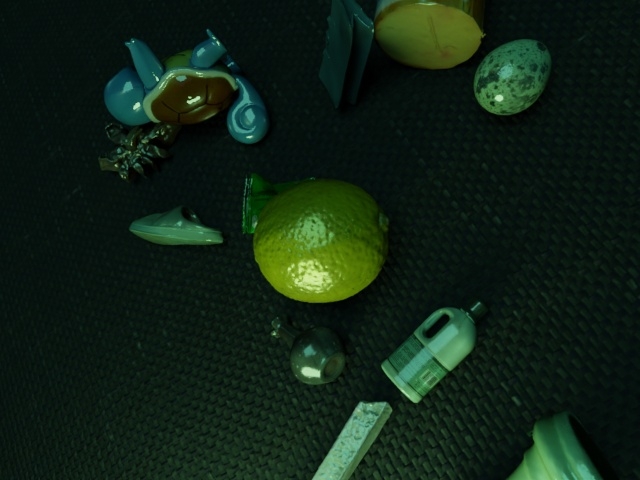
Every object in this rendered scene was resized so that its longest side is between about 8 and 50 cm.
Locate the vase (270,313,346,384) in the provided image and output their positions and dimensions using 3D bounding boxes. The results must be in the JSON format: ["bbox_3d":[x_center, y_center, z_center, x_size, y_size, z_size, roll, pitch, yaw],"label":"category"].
[{"bbox_3d":[-0.034,0.212,1.107,0.183,0.120,0.120,29,87,41],"label":"vase"}]

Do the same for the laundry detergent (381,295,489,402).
[{"bbox_3d":[0.224,0.192,1.020,0.225,0.070,0.099,-46,56,5],"label":"laundry detergent"}]

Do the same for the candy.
[{"bbox_3d":[-0.098,-0.085,1.241,0.203,0.078,0.141,4,75,29],"label":"candy"}]

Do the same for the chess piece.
[{"bbox_3d":[0.311,0.420,0.860,0.299,0.195,0.194,-37,63,18],"label":"chess piece"}]

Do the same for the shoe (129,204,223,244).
[{"bbox_3d":[-0.346,-0.041,1.320,0.251,0.103,0.100,6,78,19],"label":"shoe"}]

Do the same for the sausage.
[{"bbox_3d":[0.238,-0.549,1.154,0.233,0.233,0.286,3,74,24],"label":"sausage"}]

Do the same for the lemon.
[{"bbox_3d":[0.001,0.001,1.079,0.268,0.267,0.267,-7,72,21],"label":"lemon"}]

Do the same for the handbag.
[{"bbox_3d":[0.049,-0.420,1.210,0.057,0.221,0.144,-15,57,-18],"label":"handbag"}]

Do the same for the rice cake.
[{"bbox_3d":[0.019,0.450,1.026,0.056,0.073,0.364,31,88,31],"label":"rice cake"}]

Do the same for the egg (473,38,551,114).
[{"bbox_3d":[0.383,-0.327,1.078,0.172,0.132,0.132,-45,62,-8],"label":"egg"}]

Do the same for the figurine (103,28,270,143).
[{"bbox_3d":[-0.318,-0.384,1.351,0.417,0.298,0.242,9,98,4],"label":"figurine"}]

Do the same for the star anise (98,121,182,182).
[{"bbox_3d":[-0.492,-0.266,1.453,0.214,0.099,0.219,24,84,18],"label":"star anise"}]
